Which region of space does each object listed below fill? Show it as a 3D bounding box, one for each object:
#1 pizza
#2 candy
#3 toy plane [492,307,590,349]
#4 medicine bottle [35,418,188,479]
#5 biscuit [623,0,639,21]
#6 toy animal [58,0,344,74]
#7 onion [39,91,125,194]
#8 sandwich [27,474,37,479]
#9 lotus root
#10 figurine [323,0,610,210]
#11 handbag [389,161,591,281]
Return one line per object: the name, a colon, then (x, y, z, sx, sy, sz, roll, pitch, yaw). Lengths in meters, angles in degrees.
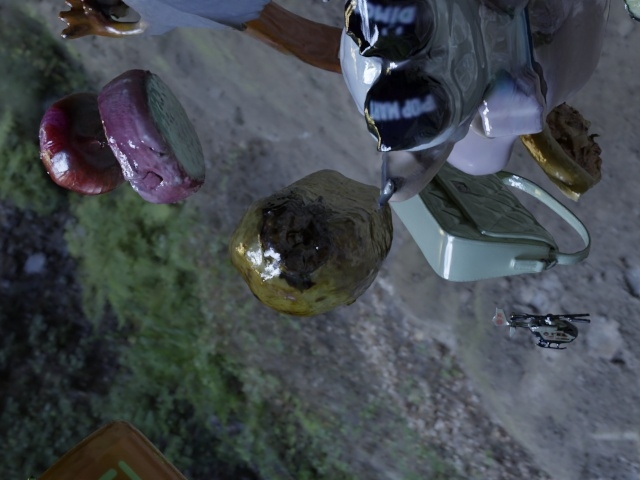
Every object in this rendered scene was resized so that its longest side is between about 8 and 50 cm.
pizza: (0.331, -0.150, 1.592, 0.271, 0.134, 0.056, -90, 22, -51)
candy: (-0.123, -0.075, 0.838, 0.043, 0.103, 0.103, -24, 49, 12)
toy plane: (0.278, 0.109, 1.446, 0.121, 0.049, 0.031, 4, 41, 9)
medicine bottle: (-0.057, 0.178, 0.510, 0.192, 0.096, 0.096, 44, 105, 8)
biscuit: (0.360, -0.297, 1.141, 0.147, 0.250, 0.046, -8, 36, 38)
toy animal: (-0.067, -0.213, 0.950, 0.302, 0.284, 0.225, -7, 62, 30)
onion: (-0.285, -0.117, 1.413, 0.131, 0.131, 0.131, -25, 51, 35)
sandwich: (-0.277, 0.274, 0.989, 0.074, 0.074, 0.116, 32, 116, 48)
lotus root: (0.000, 0.000, 0.893, 0.110, 0.258, 0.097, 21, 106, 10)
figurine: (0.056, -0.088, 0.452, 0.112, 0.137, 0.229, -13, 13, 20)
handbag: (0.216, -0.037, 1.436, 0.256, 0.219, 0.079, -119, 32, -56)
